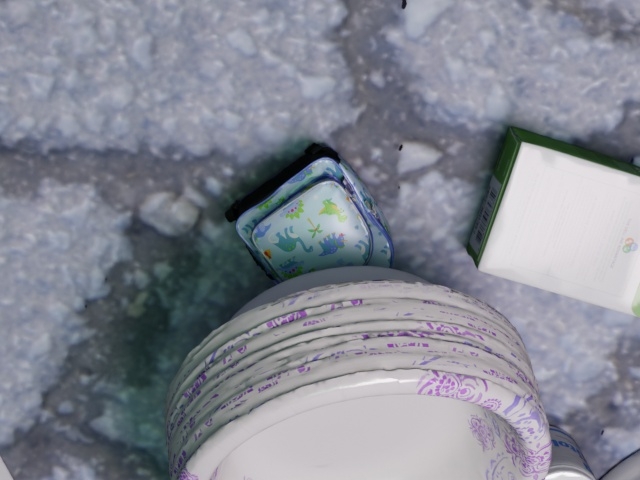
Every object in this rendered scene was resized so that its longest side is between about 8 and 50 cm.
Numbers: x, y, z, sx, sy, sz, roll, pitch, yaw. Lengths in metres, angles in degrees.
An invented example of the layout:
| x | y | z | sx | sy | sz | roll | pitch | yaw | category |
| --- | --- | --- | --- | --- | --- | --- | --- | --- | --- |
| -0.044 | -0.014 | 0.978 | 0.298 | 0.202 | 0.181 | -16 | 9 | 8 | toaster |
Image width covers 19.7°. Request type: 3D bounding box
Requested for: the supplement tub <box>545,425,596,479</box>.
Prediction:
| x | y | z | sx | sy | sz | roll | pitch | yaw | category |
| --- | --- | --- | --- | --- | --- | --- | --- | --- | --- |
| 0.185 | 0.197 | 1.482 | 0.071 | 0.107 | 0.071 | -1 | 105 | -4 | supplement tub |

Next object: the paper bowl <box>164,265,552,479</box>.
| x | y | z | sx | sy | sz | roll | pitch | yaw | category |
| --- | --- | --- | --- | --- | --- | --- | --- | --- | --- |
| 0.022 | 0.130 | 1.397 | 0.284 | 0.148 | 0.284 | -8 | 142 | -6 | paper bowl |

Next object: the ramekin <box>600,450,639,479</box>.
| x | y | z | sx | sy | sz | roll | pitch | yaw | category |
| --- | --- | --- | --- | --- | --- | --- | --- | --- | --- |
| 0.338 | 0.305 | 1.507 | 0.277 | 0.135 | 0.277 | -1 | 105 | -4 | ramekin |

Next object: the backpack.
| x | y | z | sx | sy | sz | roll | pitch | yaw | category |
| --- | --- | --- | --- | --- | --- | --- | --- | --- | --- |
| 0.000 | 0.000 | 1.431 | 0.105 | 0.084 | 0.114 | -36 | 107 | 8 | backpack |

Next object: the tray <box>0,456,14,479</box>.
| x | y | z | sx | sy | sz | roll | pitch | yaw | category |
| --- | --- | --- | --- | --- | --- | --- | --- | --- | --- |
| -0.335 | 0.189 | 1.487 | 0.145 | 0.030 | 0.270 | -25 | 105 | 4 | tray |

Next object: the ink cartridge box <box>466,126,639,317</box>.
| x | y | z | sx | sy | sz | roll | pitch | yaw | category |
| --- | --- | --- | --- | --- | --- | --- | --- | --- | --- |
| 0.232 | -0.005 | 1.455 | 0.209 | 0.062 | 0.109 | 16 | 103 | -8 | ink cartridge box |
